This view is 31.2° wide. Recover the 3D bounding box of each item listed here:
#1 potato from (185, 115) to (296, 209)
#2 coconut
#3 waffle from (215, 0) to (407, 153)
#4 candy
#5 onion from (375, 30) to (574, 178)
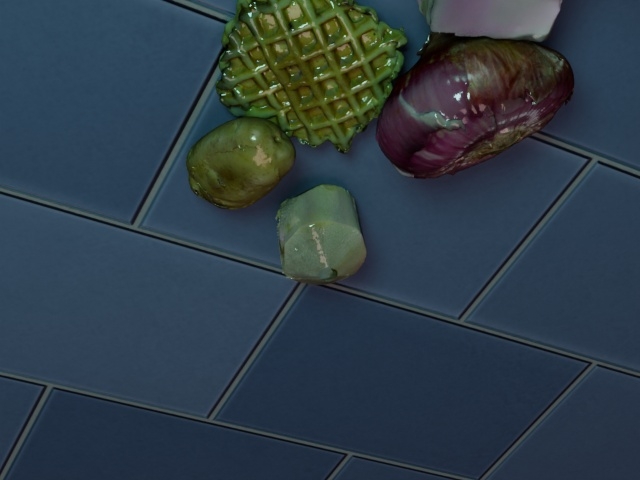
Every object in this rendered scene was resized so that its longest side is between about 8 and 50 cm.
[{"bbox_3d":[-0.097,-0.089,1.347,0.107,0.080,0.170,25,147,-31],"label":"potato"},{"bbox_3d":[0.000,0.000,1.439,0.116,0.122,0.116,-5,134,-5],"label":"coconut"},{"bbox_3d":[-0.016,-0.195,1.298,0.208,0.054,0.214,16,132,-18],"label":"waffle"},{"bbox_3d":[0.191,-0.335,1.151,0.155,0.116,0.265,-1,133,-12],"label":"candy"},{"bbox_3d":[0.161,-0.169,1.287,0.230,0.163,0.230,-28,176,-2],"label":"onion"}]
